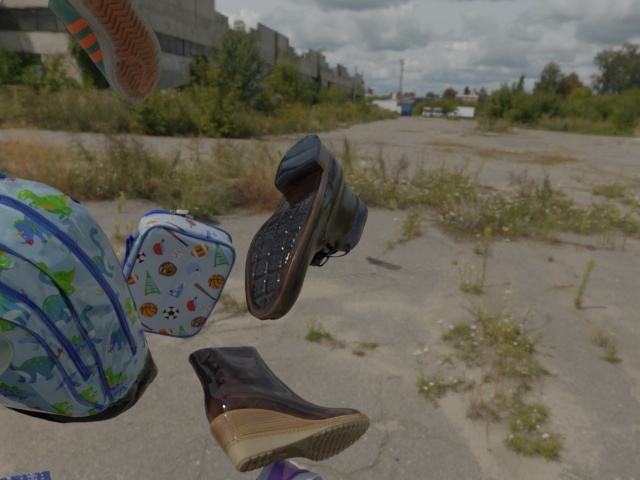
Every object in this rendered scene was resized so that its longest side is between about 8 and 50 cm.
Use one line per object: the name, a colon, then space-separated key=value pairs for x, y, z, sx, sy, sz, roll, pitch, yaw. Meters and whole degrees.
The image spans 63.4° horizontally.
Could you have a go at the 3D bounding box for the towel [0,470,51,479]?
towel: x=-0.544 y=0.483 z=0.731 sx=0.040 sy=0.243 sz=0.336 roll=-34 pitch=-28 yaw=29

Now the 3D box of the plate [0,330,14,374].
plate: x=-0.241 y=0.077 z=0.228 sx=0.188 sy=0.024 sz=0.188 roll=-20 pitch=-22 yaw=-8

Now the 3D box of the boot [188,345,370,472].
boot: x=-0.061 y=0.235 z=0.799 sx=0.249 sy=0.090 sz=0.207 roll=4 pitch=33 yaw=-35

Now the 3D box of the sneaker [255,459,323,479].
sneaker: x=-0.100 y=0.419 z=0.758 sx=0.105 sy=0.236 sz=0.095 roll=29 pitch=-16 yaw=36

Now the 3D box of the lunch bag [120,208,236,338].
lunch bag: x=-0.346 y=0.076 z=1.203 sx=0.243 sy=0.303 sz=0.115 roll=18 pitch=20 yaw=-25

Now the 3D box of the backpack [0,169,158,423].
backpack: x=-0.383 y=0.081 z=0.662 sx=0.290 sy=0.355 sz=0.273 roll=15 pitch=31 yaw=5

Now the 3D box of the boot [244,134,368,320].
boot: x=0.000 y=0.000 z=0.503 sx=0.082 sy=0.106 sz=0.219 roll=-23 pitch=39 yaw=36

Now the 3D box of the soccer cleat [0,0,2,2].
soccer cleat: x=-0.380 y=-0.260 z=0.511 sx=0.248 sy=0.095 sz=0.083 roll=4 pitch=52 yaw=39

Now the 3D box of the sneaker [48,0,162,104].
sneaker: x=-0.353 y=-0.354 z=0.839 sx=0.121 sy=0.302 sz=0.108 roll=37 pitch=70 yaw=17
